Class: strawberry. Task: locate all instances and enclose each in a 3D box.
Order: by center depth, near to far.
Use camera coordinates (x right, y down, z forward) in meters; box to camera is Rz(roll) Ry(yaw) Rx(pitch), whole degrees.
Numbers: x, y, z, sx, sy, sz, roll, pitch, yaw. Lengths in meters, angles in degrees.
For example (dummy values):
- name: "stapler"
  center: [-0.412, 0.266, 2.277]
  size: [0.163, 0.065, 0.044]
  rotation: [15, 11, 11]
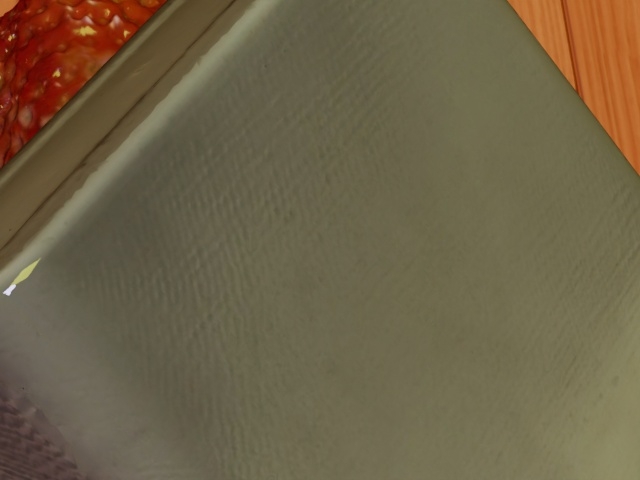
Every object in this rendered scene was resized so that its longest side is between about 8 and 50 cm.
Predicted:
- name: "strawberry"
  center: [-0.139, -0.067, 0.717]
  size: [0.175, 0.106, 0.235]
  rotation: [-12, 58, -12]

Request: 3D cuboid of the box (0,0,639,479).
- name: "box"
  center: [0.019, 0.049, 0.643]
  size: [0.344, 0.177, 0.352]
  rotation: [52, 54, -21]
